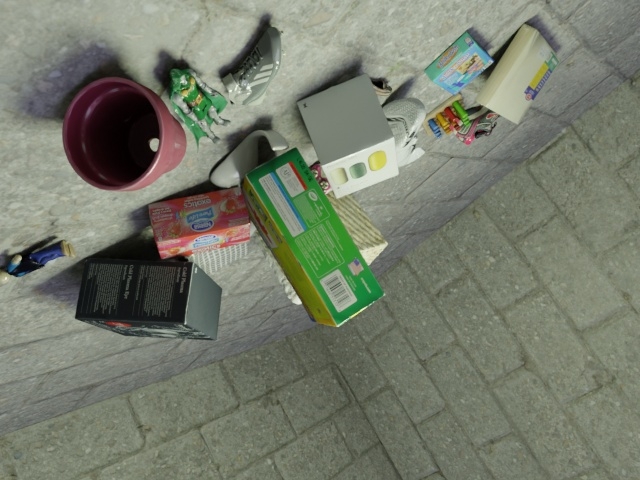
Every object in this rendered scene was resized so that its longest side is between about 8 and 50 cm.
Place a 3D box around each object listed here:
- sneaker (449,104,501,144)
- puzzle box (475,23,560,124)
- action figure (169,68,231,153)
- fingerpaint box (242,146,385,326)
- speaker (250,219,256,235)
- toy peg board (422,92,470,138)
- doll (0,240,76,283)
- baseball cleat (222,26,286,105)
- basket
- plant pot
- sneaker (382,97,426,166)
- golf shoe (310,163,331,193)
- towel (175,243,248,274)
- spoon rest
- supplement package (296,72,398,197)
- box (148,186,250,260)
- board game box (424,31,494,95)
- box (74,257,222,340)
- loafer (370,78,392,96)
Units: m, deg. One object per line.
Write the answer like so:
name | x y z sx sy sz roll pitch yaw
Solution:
sneaker | 0.638 -0.461 2.118 0.299 0.112 0.121 -28 162 -14
puzzle box | 0.691 -0.557 1.901 0.409 0.052 0.272 -3 128 -57
action figure | -0.253 -0.281 1.131 0.137 0.063 0.232 -66 164 -10
fingerpaint box | -0.041 0.006 1.541 0.163 0.445 0.371 -31 179 -13
speaker | -0.220 -0.069 1.840 0.055 0.055 0.136 -10 152 -50
toy peg board | 0.455 -0.425 1.961 0.160 0.079 0.161 -36 162 13
doll | -0.711 0.054 1.351 0.189 0.046 0.129 -23 172 -6
baseball cleat | -0.144 -0.353 1.148 0.109 0.072 0.206 -14 153 -28
basket | 0.000 0.000 1.945 0.328 0.331 0.266 -13 153 -47
plant pot | -0.354 -0.195 1.056 0.201 0.201 0.180 -35 179 11
sneaker | 0.261 -0.342 1.775 0.210 0.137 0.366 -21 165 -34
golf shoe | 0.079 -0.252 1.781 0.306 0.115 0.140 -33 174 29
towel | -0.347 0.014 1.741 0.235 0.121 0.284 -27 162 -18
spoon rest | -0.194 -0.216 1.465 0.137 0.084 0.276 -12 167 -45
supplement package | 0.082 -0.272 1.490 0.199 0.198 0.263 -21 164 5
box | -0.329 -0.045 1.514 0.257 0.123 0.128 -12 158 -14
board game box | 0.423 -0.529 1.665 0.160 0.047 0.210 -39 162 26
box | -0.490 0.184 1.639 0.312 0.179 0.343 1 163 5
loafer | 0.160 -0.424 1.519 0.125 0.045 0.039 -12 147 -42
